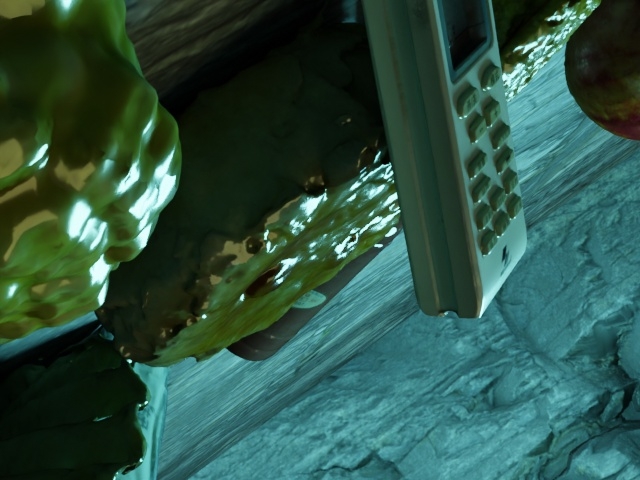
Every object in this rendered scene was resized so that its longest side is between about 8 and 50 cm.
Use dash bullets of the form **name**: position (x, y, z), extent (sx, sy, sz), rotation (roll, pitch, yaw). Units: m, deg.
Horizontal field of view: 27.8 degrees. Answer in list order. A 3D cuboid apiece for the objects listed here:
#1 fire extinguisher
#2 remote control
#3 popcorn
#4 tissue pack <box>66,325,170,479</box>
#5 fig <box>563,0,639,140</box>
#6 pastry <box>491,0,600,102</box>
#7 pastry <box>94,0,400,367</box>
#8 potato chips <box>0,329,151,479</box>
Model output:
- **fire extinguisher**: position (0.000, 0.000, 1.366), extent (0.344, 0.102, 0.138), rotation (-45, 165, 34)
- **remote control**: position (0.087, -0.092, 0.871), extent (0.056, 0.277, 0.103), rotation (3, -151, 29)
- **popcorn**: position (-0.176, -0.032, 0.503), extent (0.225, 0.173, 0.286), rotation (-20, 176, -11)
- **tissue pack**: position (-0.281, 0.247, 1.240), extent (0.316, 0.103, 0.228), rotation (-41, -155, 18)
- **fig**: position (0.391, -0.219, 1.470), extent (0.224, 0.224, 0.263), rotation (-33, 169, -27)
- **pastry**: position (0.138, -0.174, 1.043), extent (0.189, 0.103, 0.189), rotation (-45, 174, -6)
- **pastry**: position (-0.049, -0.028, 0.992), extent (0.330, 0.136, 0.329), rotation (-36, 168, -9)
- **potato chips**: position (-0.304, 0.225, 1.027), extent (0.373, 0.097, 0.389), rotation (-41, -168, -29)
